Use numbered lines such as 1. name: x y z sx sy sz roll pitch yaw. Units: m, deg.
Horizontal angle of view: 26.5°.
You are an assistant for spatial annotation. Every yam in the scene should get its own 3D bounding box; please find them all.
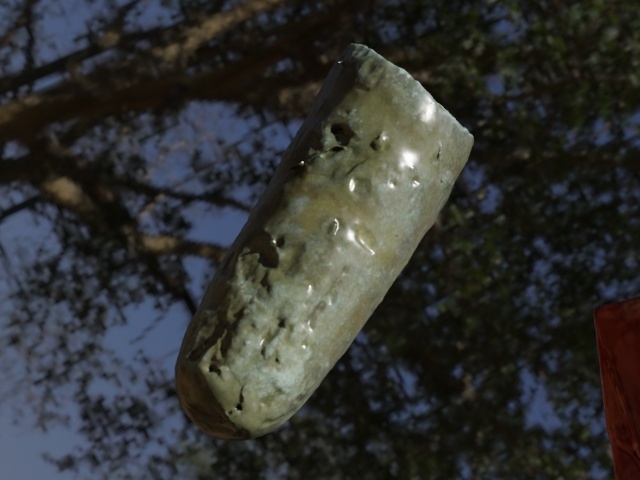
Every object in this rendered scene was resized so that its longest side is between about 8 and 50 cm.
1. yam: 0.000 0.000 1.006 0.133 0.330 0.133 28 -21 11

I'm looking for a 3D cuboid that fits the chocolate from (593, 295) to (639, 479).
1. chocolate: 0.305 0.133 0.837 0.108 0.237 0.235 34 45 -52
